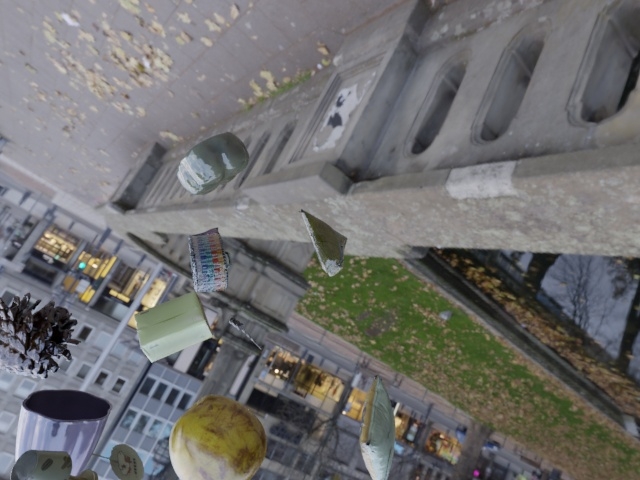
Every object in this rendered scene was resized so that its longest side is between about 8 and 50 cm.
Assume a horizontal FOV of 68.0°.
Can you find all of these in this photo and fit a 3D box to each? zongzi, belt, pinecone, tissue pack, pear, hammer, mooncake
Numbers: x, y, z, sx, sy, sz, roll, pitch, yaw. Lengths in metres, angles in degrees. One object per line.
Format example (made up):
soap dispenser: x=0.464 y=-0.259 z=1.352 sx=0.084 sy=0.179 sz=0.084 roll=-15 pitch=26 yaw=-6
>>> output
zongzi: x=0.000 y=0.000 z=1.934 sx=0.115 sy=0.228 sz=0.256 roll=-37 pitch=112 yaw=25
belt: x=-0.443 y=0.084 z=1.919 sx=0.161 sy=0.206 sz=0.295 roll=-6 pitch=-155 yaw=-16
pinecone: x=-0.940 y=0.308 z=1.539 sx=0.296 sy=0.241 sz=0.298 roll=29 pitch=131 yaw=-32
tissue pack: x=-0.523 y=0.304 z=1.686 sx=0.125 sy=0.235 sz=0.159 roll=81 pitch=163 yaw=-45
pear: x=-0.301 y=0.592 z=1.379 sx=0.281 sy=0.280 sz=0.280 roll=25 pitch=164 yaw=8
hammer: x=-0.286 y=0.386 z=1.907 sx=0.058 sy=0.029 sz=0.292 roll=30 pitch=160 yaw=31
mooncake: x=-0.376 y=-0.264 z=1.682 sx=0.135 sy=0.275 sz=0.275 roll=56 pitch=162 yaw=-1

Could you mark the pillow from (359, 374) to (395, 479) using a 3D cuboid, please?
pillow: x=0.221 y=0.735 z=1.815 sx=0.119 sy=0.310 sz=0.312 roll=-6 pitch=125 yaw=16

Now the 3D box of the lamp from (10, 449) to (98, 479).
lamp: x=-0.680 y=0.612 z=1.224 sx=0.121 sy=0.121 sz=0.214 roll=16 pitch=151 yaw=34

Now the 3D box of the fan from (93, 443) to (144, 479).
fan: x=-0.884 y=0.939 z=2.026 sx=0.329 sy=0.009 sz=0.190 roll=44 pitch=-171 yaw=-42

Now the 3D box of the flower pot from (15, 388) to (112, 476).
flower pot: x=-0.819 y=0.630 z=1.499 sx=0.265 sy=0.242 sz=0.265 roll=12 pitch=178 yaw=0
